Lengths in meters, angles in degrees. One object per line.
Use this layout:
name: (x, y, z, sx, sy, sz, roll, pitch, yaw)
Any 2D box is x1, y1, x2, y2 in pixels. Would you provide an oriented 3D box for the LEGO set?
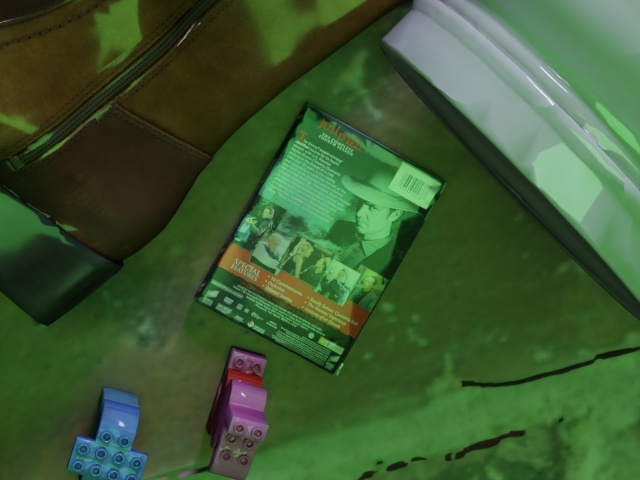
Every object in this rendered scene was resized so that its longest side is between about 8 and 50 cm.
LEGO set: (-0.098, 0.165, 0.915, 0.087, 0.093, 0.227, 16, 99, -11)

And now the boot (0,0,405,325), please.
boot: (-0.115, -0.136, 0.850, 0.280, 0.096, 0.264, -44, 104, 1)

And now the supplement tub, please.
supplement tub: (0.205, -0.131, 0.829, 0.316, 0.228, 0.228, -44, 104, 2)

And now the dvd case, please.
dvd case: (0.000, 0.000, 0.937, 0.087, 0.013, 0.119, 28, 97, -13)
